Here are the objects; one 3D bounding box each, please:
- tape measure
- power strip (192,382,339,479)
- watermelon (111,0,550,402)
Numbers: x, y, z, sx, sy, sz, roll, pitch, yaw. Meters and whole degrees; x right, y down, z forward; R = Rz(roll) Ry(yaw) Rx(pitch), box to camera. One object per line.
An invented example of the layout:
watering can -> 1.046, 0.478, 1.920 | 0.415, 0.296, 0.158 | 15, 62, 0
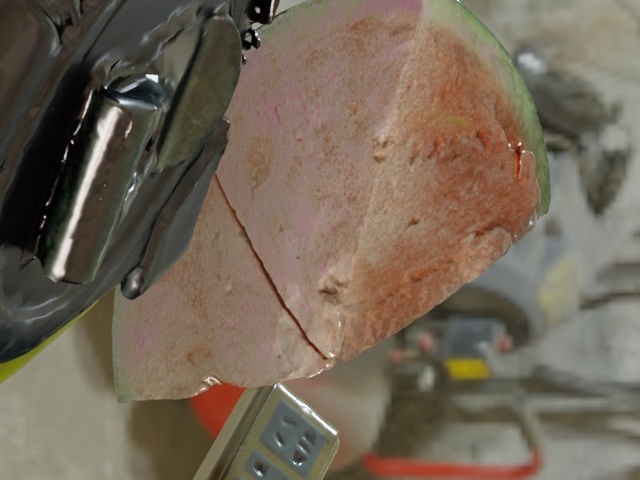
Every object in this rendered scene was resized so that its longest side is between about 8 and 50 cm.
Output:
tape measure -> -0.081, -0.042, 0.490 | 0.186, 0.112, 0.199 | -42, 156, -56
power strip -> -0.086, 0.258, 1.557 | 0.092, 0.066, 0.387 | 42, 45, -12
watermelon -> 0.023, -0.015, 1.525 | 0.222, 0.292, 0.319 | 13, 81, -40
